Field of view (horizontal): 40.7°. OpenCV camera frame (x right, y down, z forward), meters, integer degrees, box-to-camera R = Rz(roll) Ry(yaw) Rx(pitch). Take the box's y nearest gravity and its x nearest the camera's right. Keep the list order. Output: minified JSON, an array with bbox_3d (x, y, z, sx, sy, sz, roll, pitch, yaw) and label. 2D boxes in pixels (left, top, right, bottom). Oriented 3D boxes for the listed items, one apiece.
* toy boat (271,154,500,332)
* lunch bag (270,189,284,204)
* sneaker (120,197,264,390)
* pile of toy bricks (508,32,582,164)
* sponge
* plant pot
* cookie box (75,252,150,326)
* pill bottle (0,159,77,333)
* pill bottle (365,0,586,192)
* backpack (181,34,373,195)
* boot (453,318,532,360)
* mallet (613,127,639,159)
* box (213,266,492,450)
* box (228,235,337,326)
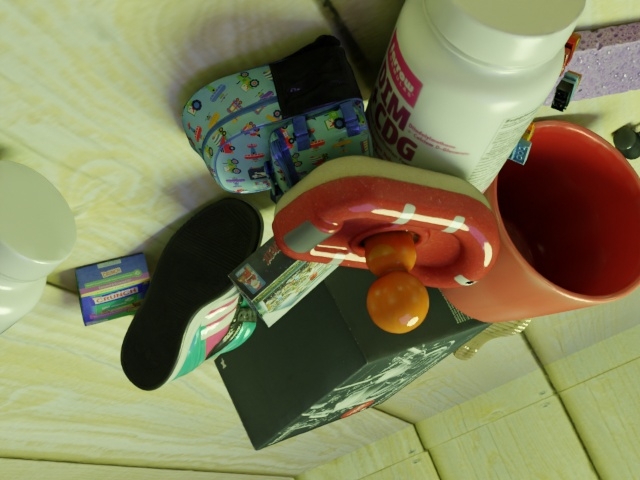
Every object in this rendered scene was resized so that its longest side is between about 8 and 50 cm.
[{"bbox_3d":[0.071,0.017,0.842,0.231,0.151,0.151,8,154,-31],"label":"toy boat"},{"bbox_3d":[-0.022,-0.065,1.044,0.067,0.065,0.098,-35,164,-20],"label":"lunch bag"},{"bbox_3d":[-0.136,0.063,1.160,0.295,0.124,0.178,-55,166,21],"label":"sneaker"},{"bbox_3d":[0.238,-0.190,0.982,0.105,0.118,0.212,-55,161,-29],"label":"pile of toy bricks"},{"bbox_3d":[0.356,-0.222,1.081,0.210,0.031,0.117,-13,156,-22],"label":"sponge"},{"bbox_3d":[0.299,-0.005,1.259,0.275,0.275,0.243,-10,165,-27],"label":"plant pot"},{"bbox_3d":[-0.273,0.066,1.139,0.091,0.040,0.107,-14,156,-18],"label":"cookie box"},{"bbox_3d":[-0.368,0.039,0.844,0.272,0.152,0.152,-34,155,24],"label":"pill bottle"},{"bbox_3d":[0.139,-0.160,0.849,0.160,0.160,0.283,-15,156,-17],"label":"pill bottle"},{"bbox_3d":[-0.044,-0.106,0.867,0.173,0.117,0.158,-17,157,-5],"label":"backpack"},{"bbox_3d":[0.306,0.081,1.535,0.090,0.207,0.248,23,143,-10],"label":"boot"},{"bbox_3d":[0.530,-0.193,1.311,0.189,0.039,0.062,-40,150,27],"label":"mallet"},{"bbox_3d":[0.051,0.170,1.442,0.312,0.179,0.343,-10,154,-41],"label":"box"},{"bbox_3d":[0.000,0.000,1.055,0.233,0.044,0.159,-41,165,-8],"label":"box"}]
